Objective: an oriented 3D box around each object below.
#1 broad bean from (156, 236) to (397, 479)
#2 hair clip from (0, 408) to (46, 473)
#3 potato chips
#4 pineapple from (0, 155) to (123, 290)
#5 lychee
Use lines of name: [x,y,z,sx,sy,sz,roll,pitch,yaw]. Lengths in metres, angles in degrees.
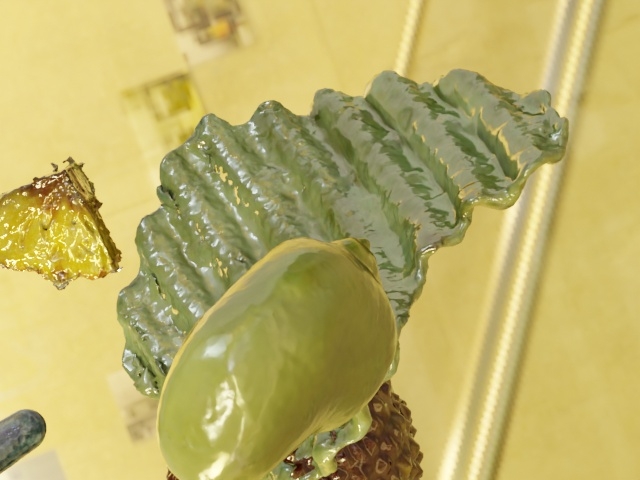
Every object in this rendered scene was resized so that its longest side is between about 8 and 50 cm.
broad bean: [-0.014,0.058,0.772,0.124,0.082,0.174,-69,-13,18]
hair clip: [-0.265,0.184,0.853,0.048,0.275,0.083,55,-175,13]
potato chips: [-0.005,0.000,1.216,0.097,0.373,0.389,43,165,-36]
pineapple: [-0.174,-0.027,1.014,0.114,0.114,0.077,-74,-6,-64]
lychee: [-0.018,0.204,1.360,0.271,0.236,0.236,58,180,-38]
